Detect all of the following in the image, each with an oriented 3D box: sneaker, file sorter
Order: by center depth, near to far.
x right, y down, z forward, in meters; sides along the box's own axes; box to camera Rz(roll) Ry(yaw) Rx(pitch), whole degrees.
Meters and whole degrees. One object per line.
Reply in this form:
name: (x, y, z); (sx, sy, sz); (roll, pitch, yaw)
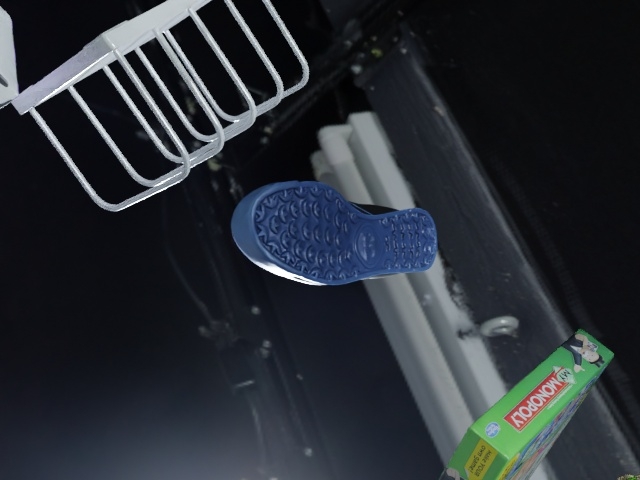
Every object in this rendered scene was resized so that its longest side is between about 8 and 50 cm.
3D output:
sneaker: (0.000, 0.000, 0.701); (0.090, 0.232, 0.081); (-5, -99, 40)
file sorter: (-0.173, -0.183, 1.009); (0.193, 0.277, 0.173); (-19, -71, 41)

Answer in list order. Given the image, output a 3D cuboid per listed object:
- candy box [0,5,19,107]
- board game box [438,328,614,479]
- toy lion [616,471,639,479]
candy box: (-0.397, -0.152, 0.819); (0.196, 0.070, 0.165); (-32, -136, 4)
board game box: (0.166, 0.253, 0.860); (0.046, 0.213, 0.317); (38, -49, 24)
toy lion: (0.268, 0.243, 0.655); (0.034, 0.100, 0.096); (-40, -163, 54)
